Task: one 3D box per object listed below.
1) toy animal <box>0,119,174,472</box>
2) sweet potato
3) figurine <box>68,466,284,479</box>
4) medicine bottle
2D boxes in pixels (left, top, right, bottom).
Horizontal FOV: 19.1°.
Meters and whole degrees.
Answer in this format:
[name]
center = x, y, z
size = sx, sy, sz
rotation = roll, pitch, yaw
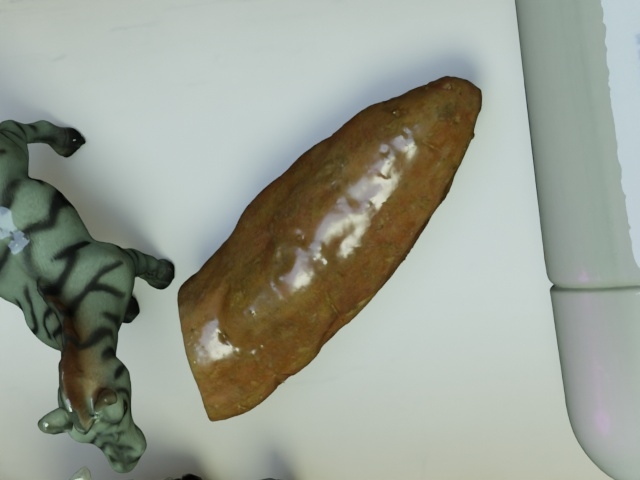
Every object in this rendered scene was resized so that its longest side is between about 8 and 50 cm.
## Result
[toy animal]
center = -0.146, 0.019, 1.114
size = 0.090, 0.170, 0.255
rotation = -47, 62, 11
[sweet potato]
center = 0.000, 0.000, 1.095
size = 0.097, 0.097, 0.251
rotation = 45, 108, 10
[figurine]
center = -0.191, 0.234, 1.158
size = 0.387, 0.166, 0.207
rotation = -14, 127, 14
[medicine bottle]
center = 0.179, -0.034, 1.012
size = 0.130, 0.130, 0.341
rotation = -7, 93, 20
